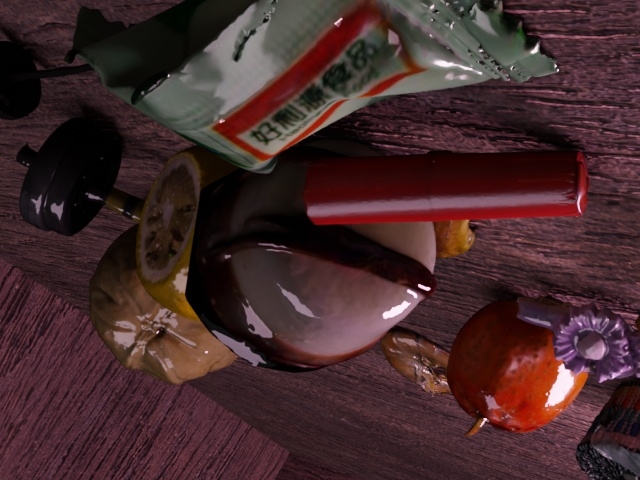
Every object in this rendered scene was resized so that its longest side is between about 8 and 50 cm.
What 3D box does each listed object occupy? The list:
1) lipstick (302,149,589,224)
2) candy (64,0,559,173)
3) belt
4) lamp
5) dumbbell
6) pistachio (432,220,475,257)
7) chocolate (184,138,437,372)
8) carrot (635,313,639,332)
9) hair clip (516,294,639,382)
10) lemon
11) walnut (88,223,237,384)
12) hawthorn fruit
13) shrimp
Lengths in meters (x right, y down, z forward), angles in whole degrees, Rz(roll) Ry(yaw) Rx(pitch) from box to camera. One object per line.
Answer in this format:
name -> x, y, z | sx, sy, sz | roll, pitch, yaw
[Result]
lipstick -> 0.122, -0.053, 1.119 | 0.280, 0.073, 0.073 | -1, 153, 21
candy -> -0.017, -0.176, 1.026 | 0.398, 0.172, 0.263 | -19, 146, 41
belt -> 0.484, 0.300, 1.590 | 0.207, 0.150, 0.257 | 41, 160, -9
lamp -> -0.319, -0.198, 1.444 | 0.371, 0.108, 0.130 | 13, 157, 41
dumbbell -> -0.282, -0.049, 1.699 | 0.388, 0.185, 0.185 | 26, 163, 7
pistachio -> 0.143, -0.013, 1.370 | 0.090, 0.049, 0.173 | 28, 164, 1
chocolate -> 0.000, 0.000, 1.283 | 0.284, 0.283, 0.186 | 30, 156, -7
carrot -> 0.380, 0.071, 1.227 | 0.061, 0.061, 0.209 | 26, 164, 8
hair clip -> 0.378, 0.127, 1.374 | 0.292, 0.084, 0.106 | 16, 116, 28
lemon -> -0.110, -0.003, 1.490 | 0.219, 0.240, 0.240 | 17, 171, -32
walnut -> -0.246, 0.103, 1.939 | 0.282, 0.253, 0.277 | 11, -157, 17
hawthorn fruit -> 0.252, 0.182, 1.511 | 0.179, 0.200, 0.179 | 30, 161, 12
shrimp -> 0.194, 0.220, 2.002 | 0.133, 0.053, 0.236 | -9, 140, 32
